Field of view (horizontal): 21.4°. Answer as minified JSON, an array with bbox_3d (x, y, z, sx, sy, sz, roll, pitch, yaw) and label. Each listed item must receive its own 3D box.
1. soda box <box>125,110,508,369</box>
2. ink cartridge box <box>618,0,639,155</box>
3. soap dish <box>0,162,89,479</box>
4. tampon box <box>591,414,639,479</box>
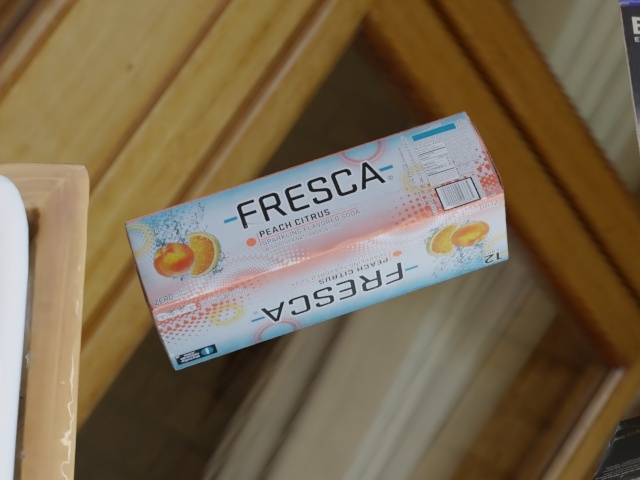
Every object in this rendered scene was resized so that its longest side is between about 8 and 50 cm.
[{"bbox_3d":[0.000,0.000,0.845,0.063,0.183,0.058,78,-7,-55],"label":"soda box"},{"bbox_3d":[0.299,-0.097,1.158,0.165,0.065,0.333,2,-51,25],"label":"ink cartridge box"},{"bbox_3d":[-0.219,0.091,0.536,0.291,0.229,0.118,0,-20,1],"label":"soap dish"},{"bbox_3d":[0.327,0.228,1.431,0.120,0.101,0.161,-25,-75,38],"label":"tampon box"}]
